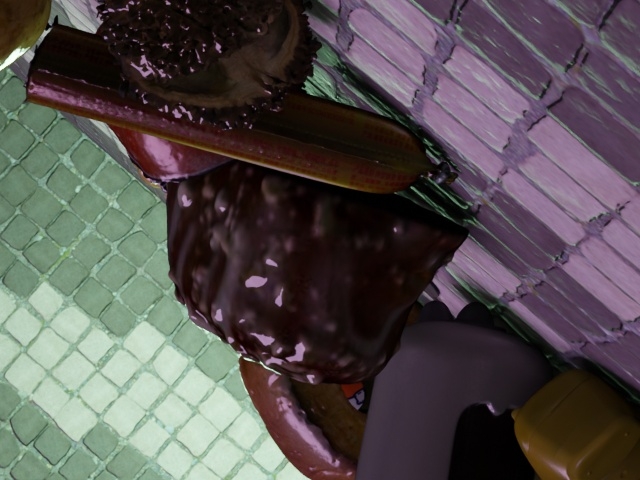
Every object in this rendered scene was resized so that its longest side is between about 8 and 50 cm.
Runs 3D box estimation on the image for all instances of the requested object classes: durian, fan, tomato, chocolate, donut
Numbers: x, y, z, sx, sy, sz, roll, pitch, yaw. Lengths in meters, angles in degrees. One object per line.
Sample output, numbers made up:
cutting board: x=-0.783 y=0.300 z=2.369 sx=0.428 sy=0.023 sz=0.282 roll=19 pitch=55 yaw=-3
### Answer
durian: x=-0.095 y=-0.182 z=1.168 sx=0.196 sy=0.167 sz=0.196 roll=61 pitch=167 yaw=25
fan: x=0.125 y=0.054 z=1.902 sx=0.175 sy=0.005 sz=0.113 roll=45 pitch=172 yaw=-27
tomato: x=-0.130 y=-0.165 z=1.406 sx=0.214 sy=0.180 sz=0.155 roll=28 pitch=150 yaw=55
chocolate: x=-0.031 y=0.021 z=1.485 sx=0.225 sy=0.210 sz=0.340 roll=17 pitch=-173 yaw=-42
donut: x=0.046 y=0.191 z=2.072 sx=0.317 sy=0.299 sz=0.150 roll=19 pitch=165 yaw=-18

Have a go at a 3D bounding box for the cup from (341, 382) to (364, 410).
cup: x=0.016 y=0.160 z=2.303 sx=0.317 sy=0.212 sz=0.212 roll=41 pitch=173 yaw=8

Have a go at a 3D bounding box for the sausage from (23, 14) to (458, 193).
sausage: x=-0.061 y=-0.105 z=1.282 sx=0.371 sy=0.082 sz=0.082 roll=16 pitch=174 yaw=-3

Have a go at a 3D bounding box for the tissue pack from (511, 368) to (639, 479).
tissue pack: x=0.283 y=0.217 z=1.576 sx=0.178 sy=0.123 sz=0.127 roll=47 pitch=178 yaw=-42

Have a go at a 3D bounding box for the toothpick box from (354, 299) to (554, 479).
toothpick box: x=0.142 y=0.223 z=1.700 sx=0.229 sy=0.317 sz=0.229 roll=10 pitch=171 yaw=2

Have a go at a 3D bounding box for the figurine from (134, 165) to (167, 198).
figurine: x=-0.228 y=-0.113 z=2.220 sx=0.114 sy=0.108 sz=0.196 roll=36 pitch=-165 yaw=-16

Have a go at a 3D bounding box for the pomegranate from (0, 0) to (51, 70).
pomegranate: x=-0.468 y=-0.314 z=1.834 sx=0.281 sy=0.281 sz=0.281 roll=40 pitch=173 yaw=6

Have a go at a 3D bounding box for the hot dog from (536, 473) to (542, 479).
hot dog: x=0.228 y=0.228 z=1.872 sx=0.256 sy=0.150 sz=0.153 roll=36 pitch=162 yaw=33
